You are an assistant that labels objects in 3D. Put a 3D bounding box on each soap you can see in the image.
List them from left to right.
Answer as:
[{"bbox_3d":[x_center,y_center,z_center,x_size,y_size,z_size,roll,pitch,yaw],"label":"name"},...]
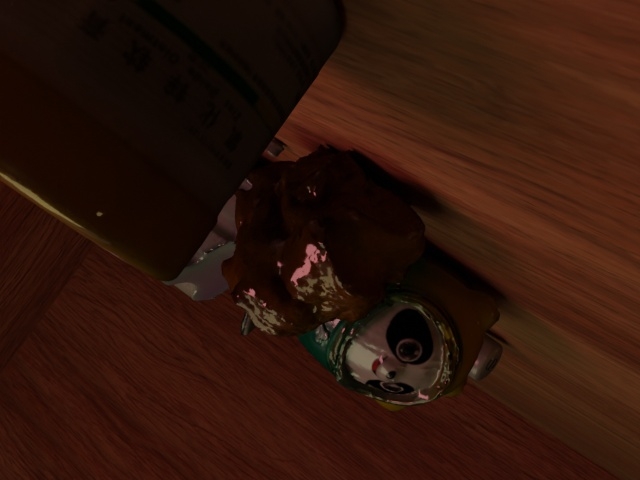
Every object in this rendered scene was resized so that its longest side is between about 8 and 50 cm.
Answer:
[{"bbox_3d":[-0.239,-0.064,1.398,0.446,0.261,0.156,28,170,40],"label":"soap"}]

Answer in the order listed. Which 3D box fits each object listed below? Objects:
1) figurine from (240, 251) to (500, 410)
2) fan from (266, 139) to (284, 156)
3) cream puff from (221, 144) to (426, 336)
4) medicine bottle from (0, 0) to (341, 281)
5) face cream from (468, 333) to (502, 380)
[{"bbox_3d":[0.076,0.102,1.156,0.339,0.324,0.231,22,-145,3],"label":"figurine"},{"bbox_3d":[-0.167,-0.200,1.130,0.282,0.023,0.057,35,172,7],"label":"fan"},{"bbox_3d":[0.000,0.000,0.933,0.268,0.241,0.154,-12,147,40],"label":"cream puff"},{"bbox_3d":[-0.139,-0.127,0.575,0.237,0.232,0.238,34,175,4],"label":"medicine bottle"},{"bbox_3d":[0.199,0.143,1.515,0.314,0.089,0.143,37,-179,31],"label":"face cream"}]
